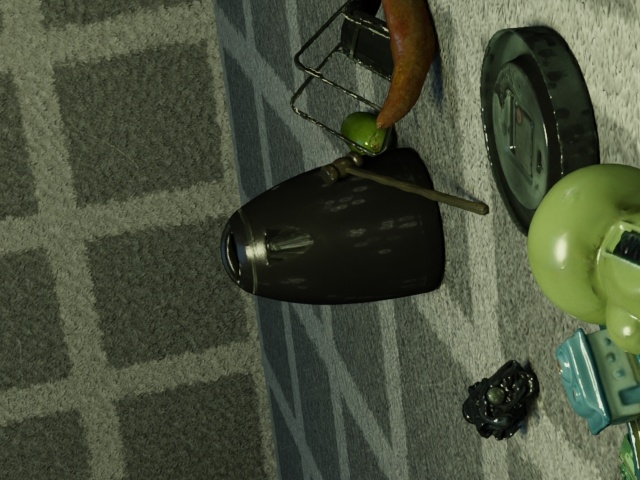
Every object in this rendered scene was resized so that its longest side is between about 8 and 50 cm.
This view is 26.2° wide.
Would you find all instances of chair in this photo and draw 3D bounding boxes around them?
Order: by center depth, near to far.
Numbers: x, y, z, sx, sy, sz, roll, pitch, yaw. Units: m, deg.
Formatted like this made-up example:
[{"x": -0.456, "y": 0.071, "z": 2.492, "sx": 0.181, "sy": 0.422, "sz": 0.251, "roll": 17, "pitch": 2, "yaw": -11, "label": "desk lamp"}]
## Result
[{"x": 0.074, "y": -0.251, "z": 1.793, "sx": 0.221, "sy": 0.145, "sz": 0.140, "roll": -58, "pitch": -7, "yaw": -20, "label": "chair"}]

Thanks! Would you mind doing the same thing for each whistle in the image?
[{"x": 0.270, "y": 0.027, "z": 1.064, "sx": 0.294, "sy": 0.141, "sz": 0.141, "roll": 34, "pitch": 137, "yaw": 51, "label": "whistle"}]

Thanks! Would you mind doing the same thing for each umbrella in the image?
[{"x": 0.209, "y": 0.203, "z": 1.664, "sx": 0.071, "sy": 0.080, "sz": 0.224, "roll": 42, "pitch": 168, "yaw": 4, "label": "umbrella"}]

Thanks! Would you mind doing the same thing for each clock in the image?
[{"x": 0.214, "y": -0.106, "z": 1.360, "sx": 0.215, "sy": 0.042, "sz": 0.215, "roll": 169, "pitch": 90, "yaw": -79, "label": "clock"}]

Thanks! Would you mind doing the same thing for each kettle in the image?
[{"x": 0.000, "y": 0.000, "z": 1.936, "sx": 0.268, "sy": 0.290, "sz": 0.207, "roll": 162, "pitch": 95, "yaw": -81, "label": "kettle"}]

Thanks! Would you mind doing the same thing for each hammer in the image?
[{"x": 0.107, "y": -0.067, "z": 1.734, "sx": 0.292, "sy": 0.058, "sz": 0.029, "roll": 21, "pitch": 136, "yaw": 50, "label": "hammer"}]

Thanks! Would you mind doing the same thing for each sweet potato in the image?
[{"x": 0.102, "y": -0.256, "z": 1.700, "sx": 0.058, "sy": 0.078, "sz": 0.255, "roll": 93, "pitch": 175, "yaw": -72, "label": "sweet potato"}]

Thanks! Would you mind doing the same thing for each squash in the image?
[{"x": 0.066, "y": -0.159, "z": 2.044, "sx": 0.201, "sy": 0.066, "sz": 0.066, "roll": -116, "pitch": 17, "yaw": -77, "label": "squash"}]

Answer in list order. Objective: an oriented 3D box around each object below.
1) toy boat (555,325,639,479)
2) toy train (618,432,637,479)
[{"x": 0.273, "y": 0.170, "z": 1.187, "sx": 0.109, "sy": 0.098, "sz": 0.238, "roll": 104, "pitch": 152, "yaw": -73, "label": "toy boat"}, {"x": 0.302, "y": 0.218, "z": 1.259, "sx": 0.083, "sy": 0.033, "sz": 0.053, "roll": -112, "pitch": 19, "yaw": -45, "label": "toy train"}]
